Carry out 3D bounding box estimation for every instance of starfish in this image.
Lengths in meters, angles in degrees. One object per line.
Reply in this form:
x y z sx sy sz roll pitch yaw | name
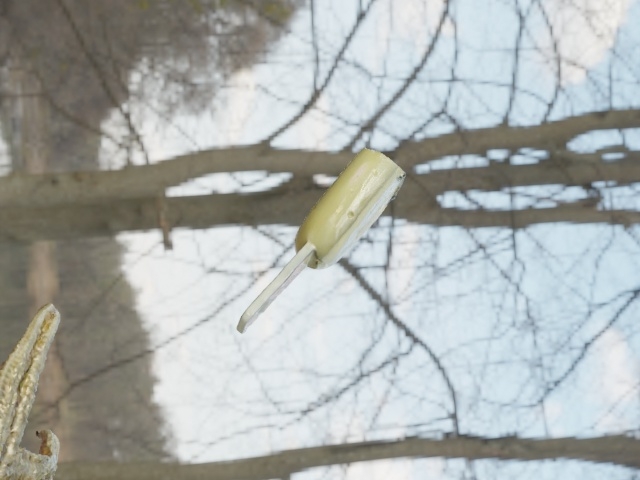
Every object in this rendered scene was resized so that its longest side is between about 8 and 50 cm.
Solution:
-0.214 0.167 0.804 0.138 0.050 0.247 91 16 -49 | starfish

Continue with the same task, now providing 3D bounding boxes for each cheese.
0.000 0.000 1.193 0.050 0.255 0.127 38 -33 6 | cheese
